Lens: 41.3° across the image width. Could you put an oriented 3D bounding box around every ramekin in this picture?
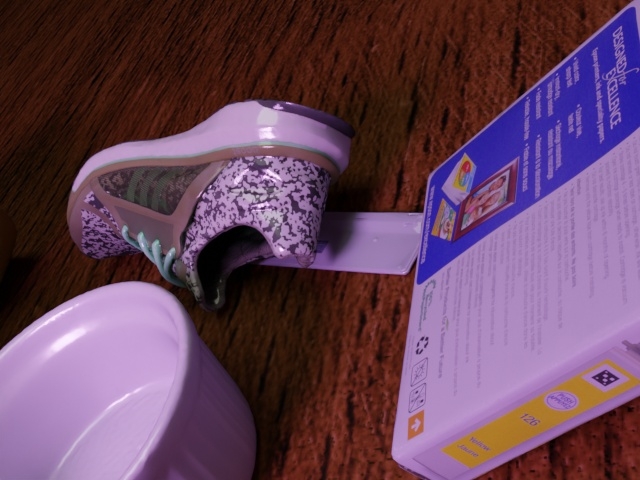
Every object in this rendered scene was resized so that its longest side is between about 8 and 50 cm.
[{"bbox_3d":[-0.188,0.182,0.717,0.277,0.135,0.277,-23,37,19],"label":"ramekin"}]

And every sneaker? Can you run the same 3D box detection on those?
[{"bbox_3d":[-0.146,-0.011,0.905,0.410,0.158,0.181,-17,60,41],"label":"sneaker"}]

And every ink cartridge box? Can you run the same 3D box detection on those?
[{"bbox_3d":[0.178,-0.018,0.594,0.307,0.072,0.303,-40,24,41],"label":"ink cartridge box"}]

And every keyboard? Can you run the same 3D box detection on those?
[{"bbox_3d":[0.000,0.000,0.878,0.256,0.014,0.072,2,55,42],"label":"keyboard"}]

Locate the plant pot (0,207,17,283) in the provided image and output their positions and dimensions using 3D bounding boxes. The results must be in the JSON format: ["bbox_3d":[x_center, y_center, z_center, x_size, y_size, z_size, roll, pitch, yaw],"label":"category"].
[{"bbox_3d":[-0.550,0.060,1.089,0.254,0.254,0.238,-10,58,32],"label":"plant pot"}]
